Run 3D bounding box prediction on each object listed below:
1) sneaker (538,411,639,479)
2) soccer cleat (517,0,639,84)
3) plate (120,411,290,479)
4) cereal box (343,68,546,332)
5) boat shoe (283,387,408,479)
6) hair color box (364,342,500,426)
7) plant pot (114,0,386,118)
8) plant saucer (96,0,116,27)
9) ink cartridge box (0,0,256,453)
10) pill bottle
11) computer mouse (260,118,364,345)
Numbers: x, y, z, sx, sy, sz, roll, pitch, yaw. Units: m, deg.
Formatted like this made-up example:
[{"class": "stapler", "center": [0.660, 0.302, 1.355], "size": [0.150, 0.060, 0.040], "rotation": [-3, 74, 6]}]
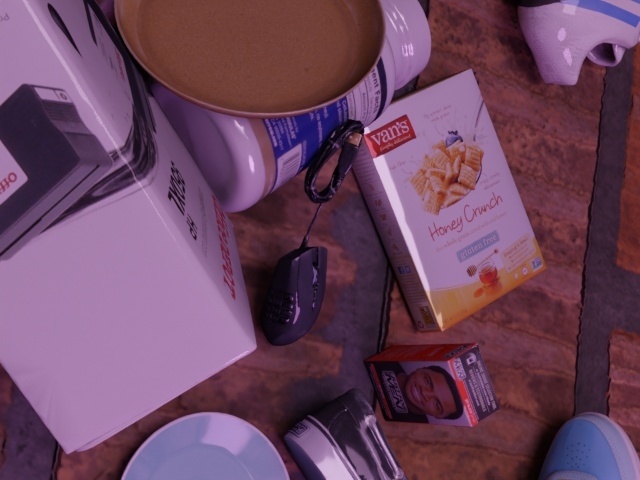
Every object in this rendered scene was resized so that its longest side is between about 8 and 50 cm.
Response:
[{"class": "sneaker", "center": [0.247, 0.300, 1.297], "size": [0.208, 0.127, 0.319], "rotation": [45, 48, -48]}, {"class": "soccer cleat", "center": [0.354, -0.295, 1.507], "size": [0.331, 0.116, 0.143], "rotation": [-33, 119, -29]}, {"class": "plate", "center": [-0.110, 0.254, 1.181], "size": [0.188, 0.024, 0.188], "rotation": [5, 81, -33]}, {"class": "cereal box", "center": [0.134, -0.044, 1.357], "size": [0.173, 0.047, 0.240], "rotation": [-28, 100, -32]}, {"class": "boat shoe", "center": [0.083, 0.287, 1.252], "size": [0.105, 0.113, 0.306], "rotation": [-34, 94, -16]}, {"class": "hair color box", "center": [0.109, 0.143, 1.265], "size": [0.043, 0.141, 0.072], "rotation": [-25, 98, -33]}, {"class": "plant pot", "center": [-0.061, -0.190, 1.107], "size": [0.236, 0.032, 0.236], "rotation": [5, 55, -7]}, {"class": "plant saucer", "center": [-0.250, -0.254, 1.102], "size": [0.198, 0.036, 0.199], "rotation": [7, 77, -33]}, {"class": "ink cartridge box", "center": [-0.219, -0.084, 0.951], "size": [0.166, 0.285, 0.395], "rotation": [-29, 111, 4]}, {"class": "pill bottle", "center": [-0.025, -0.152, 1.203], "size": [0.264, 0.153, 0.153], "rotation": [-36, 105, -31]}, {"class": "computer mouse", "center": [0.000, 0.000, 1.196], "size": [0.071, 0.041, 0.242], "rotation": [-13, 129, -48]}]
